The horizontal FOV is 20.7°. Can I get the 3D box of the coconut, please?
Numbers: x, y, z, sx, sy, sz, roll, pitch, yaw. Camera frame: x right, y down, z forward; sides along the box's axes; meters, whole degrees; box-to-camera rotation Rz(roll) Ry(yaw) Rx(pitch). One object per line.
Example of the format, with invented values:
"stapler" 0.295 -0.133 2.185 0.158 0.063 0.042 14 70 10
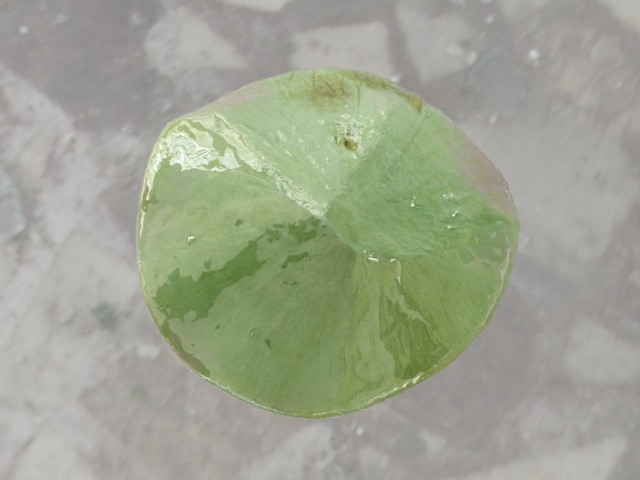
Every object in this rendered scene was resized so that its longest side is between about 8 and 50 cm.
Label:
"coconut" 0.000 0.000 1.408 0.328 0.328 0.281 13 88 12
